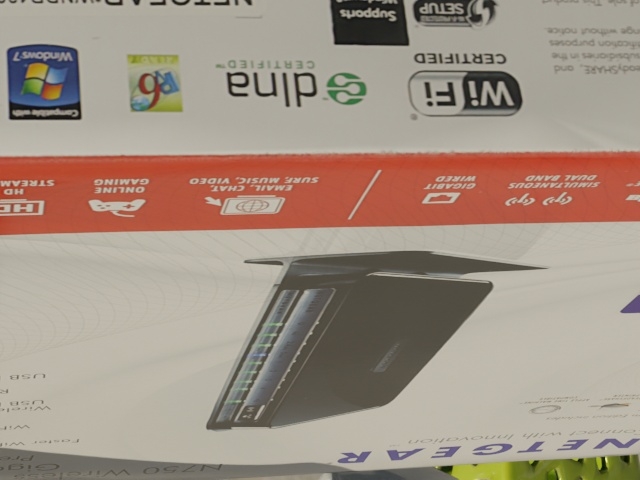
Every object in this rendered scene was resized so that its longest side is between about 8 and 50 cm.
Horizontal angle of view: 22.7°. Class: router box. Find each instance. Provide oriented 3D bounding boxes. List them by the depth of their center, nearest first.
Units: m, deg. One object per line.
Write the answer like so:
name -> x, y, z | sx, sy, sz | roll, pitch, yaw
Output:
router box -> 0.000, 0.000, 0.491 | 0.335, 0.301, 0.082 | -2, 69, -12

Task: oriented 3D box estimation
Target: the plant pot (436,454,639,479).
plant pot -> 0.154, 0.170, 1.504 | 0.228, 0.227, 0.207 | -17, 109, -46

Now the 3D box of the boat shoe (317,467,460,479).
boat shoe -> 0.100, 0.224, 0.975 | 0.306, 0.113, 0.105 | 26, 111, -36
